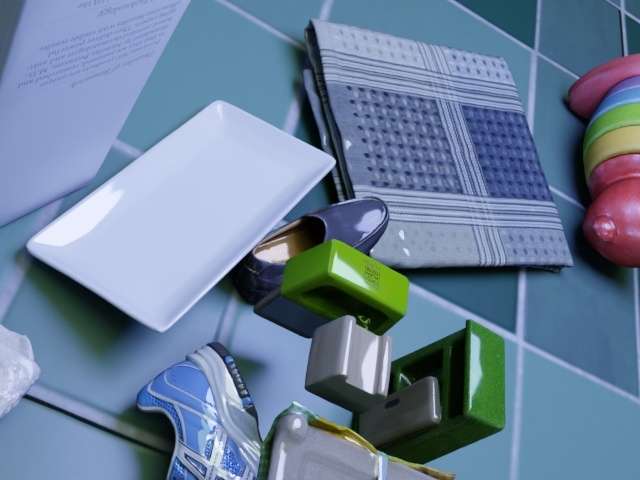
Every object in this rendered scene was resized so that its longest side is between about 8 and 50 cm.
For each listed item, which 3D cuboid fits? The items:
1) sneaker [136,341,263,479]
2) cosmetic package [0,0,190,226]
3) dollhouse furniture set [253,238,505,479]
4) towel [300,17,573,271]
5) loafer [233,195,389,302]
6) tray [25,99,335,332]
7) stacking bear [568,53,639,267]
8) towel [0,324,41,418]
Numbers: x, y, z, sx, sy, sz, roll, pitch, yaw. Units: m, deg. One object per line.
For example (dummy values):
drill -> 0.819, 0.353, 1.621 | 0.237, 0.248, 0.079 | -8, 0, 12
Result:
sneaker -> -0.072, 0.188, 0.622 | 0.081, 0.080, 0.211 | -22, 74, -16
cosmetic package -> -0.221, -0.182, 0.540 | 0.156, 0.385, 0.217 | -35, 87, -40
dollhouse furniture set -> 0.015, 0.183, 0.598 | 0.198, 0.151, 0.301 | 29, 49, -24
towel -> 0.133, -0.104, 0.944 | 0.324, 0.056, 0.312 | 3, 64, -33
loafer -> 0.000, 0.000, 0.752 | 0.170, 0.061, 0.062 | -31, 72, -26
tray -> -0.113, -0.029, 0.725 | 0.145, 0.030, 0.270 | 30, 47, 14
stacking bear -> 0.406, -0.090, 1.035 | 0.175, 0.164, 0.288 | 31, 55, -13
towel -> -0.331, 0.123, 0.506 | 0.187, 0.049, 0.282 | 38, 49, -6
